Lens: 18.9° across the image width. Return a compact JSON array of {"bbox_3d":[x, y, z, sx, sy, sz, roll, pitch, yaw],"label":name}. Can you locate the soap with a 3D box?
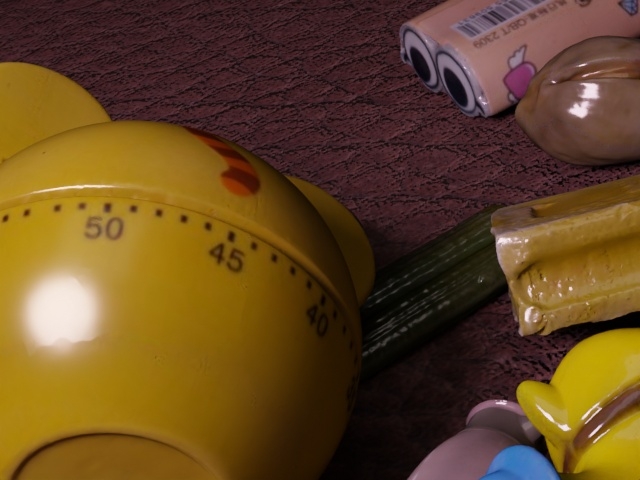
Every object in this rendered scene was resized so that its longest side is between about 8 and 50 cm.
[{"bbox_3d":[0.295,-0.013,1.530,0.315,0.091,0.199,-15,8,7],"label":"soap"}]

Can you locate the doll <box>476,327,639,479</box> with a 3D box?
[{"bbox_3d":[0.217,0.154,1.313,0.199,0.145,0.363,27,35,18],"label":"doll"}]

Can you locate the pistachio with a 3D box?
[{"bbox_3d":[0.272,-0.125,1.758,0.185,0.124,0.124,4,36,3],"label":"pistachio"}]

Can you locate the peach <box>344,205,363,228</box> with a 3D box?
[{"bbox_3d":[0.001,0.002,1.725,0.083,0.083,0.083,-12,33,8],"label":"peach"}]

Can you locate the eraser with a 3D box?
[{"bbox_3d":[0.241,-0.235,1.955,0.291,0.087,0.171,-29,37,-15],"label":"eraser"}]

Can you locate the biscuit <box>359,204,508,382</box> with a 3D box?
[{"bbox_3d":[0.055,0.062,1.648,0.322,0.038,0.099,-30,38,-18],"label":"biscuit"}]

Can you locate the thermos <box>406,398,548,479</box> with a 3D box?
[{"bbox_3d":[0.095,0.197,1.384,0.137,0.105,0.193,-33,15,38],"label":"thermos"}]

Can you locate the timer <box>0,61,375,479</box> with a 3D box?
[{"bbox_3d":[-0.134,0.051,1.468,0.376,0.376,0.387,-9,44,14],"label":"timer"}]
